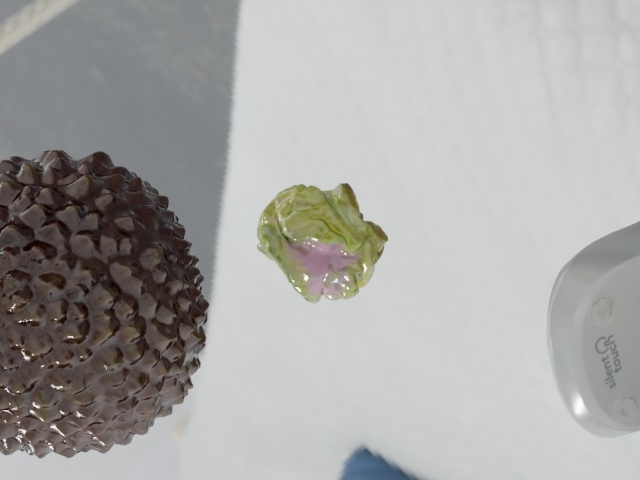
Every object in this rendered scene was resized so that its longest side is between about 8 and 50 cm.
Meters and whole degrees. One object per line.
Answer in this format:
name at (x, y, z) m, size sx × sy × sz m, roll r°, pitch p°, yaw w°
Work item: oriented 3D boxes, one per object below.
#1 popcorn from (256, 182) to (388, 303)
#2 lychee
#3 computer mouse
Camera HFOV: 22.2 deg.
popcorn at (0.000, 0.000, 1.851) m, size 0.145 × 0.126 × 0.125 m, roll 26°, pitch 144°, yaw 12°
lychee at (-0.254, 0.066, 1.536) m, size 0.306 × 0.330 × 0.306 m, roll 9°, pitch 106°, yaw 34°
computer mouse at (0.321, 0.056, 1.498) m, size 0.121 × 0.297 × 0.184 m, roll 28°, pitch 141°, yaw 63°
